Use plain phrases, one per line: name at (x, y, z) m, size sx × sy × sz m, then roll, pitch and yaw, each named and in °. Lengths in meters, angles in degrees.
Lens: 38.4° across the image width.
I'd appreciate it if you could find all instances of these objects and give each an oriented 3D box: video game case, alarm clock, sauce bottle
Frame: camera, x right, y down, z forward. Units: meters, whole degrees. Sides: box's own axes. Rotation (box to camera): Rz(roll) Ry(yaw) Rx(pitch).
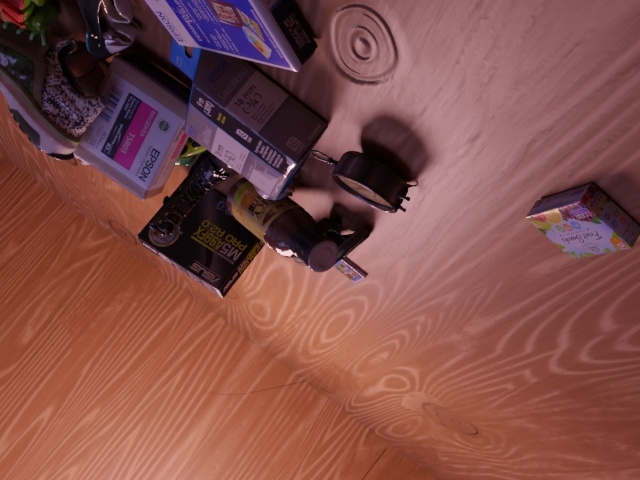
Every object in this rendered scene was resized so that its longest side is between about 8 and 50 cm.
video game case at (0.049, 0.055, 2.163) m, size 0.122 × 0.011 × 0.087 m, roll 39°, pitch 162°, yaw -5°
alarm clock at (0.069, -0.112, 1.572) m, size 0.192 × 0.064 × 0.129 m, roll 26°, pitch 173°, yaw 5°
sauce bottle at (-0.077, -0.034, 1.908) m, size 0.344 × 0.111 × 0.111 m, roll 35°, pitch 167°, yaw 50°

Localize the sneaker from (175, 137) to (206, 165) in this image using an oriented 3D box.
sneaker at (-0.316, -0.225, 2.039) m, size 0.123 × 0.110 × 0.295 m, roll -3°, pitch 179°, yaw -40°

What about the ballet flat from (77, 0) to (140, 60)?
ballet flat at (-0.394, -0.408, 1.708) m, size 0.096 × 0.095 × 0.280 m, roll 23°, pitch 161°, yaw 5°

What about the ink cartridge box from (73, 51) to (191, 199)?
ink cartridge box at (-0.371, -0.232, 1.869) m, size 0.193 × 0.235 × 0.088 m, roll 34°, pitch -158°, yaw 6°

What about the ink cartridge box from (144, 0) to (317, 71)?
ink cartridge box at (-0.185, -0.398, 1.364) m, size 0.307 × 0.072 × 0.304 m, roll 24°, pitch 160°, yaw 42°

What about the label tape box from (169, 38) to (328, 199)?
label tape box at (-0.167, -0.238, 1.671) m, size 0.333 × 0.106 × 0.240 m, roll 37°, pitch 162°, yaw -1°

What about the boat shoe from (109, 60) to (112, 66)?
boat shoe at (-0.405, -0.276, 1.948) m, size 0.081 × 0.068 × 0.228 m, roll 0°, pitch 110°, yaw 49°

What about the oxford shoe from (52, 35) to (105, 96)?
oxford shoe at (-0.590, -0.360, 2.043) m, size 0.397 × 0.140 × 0.147 m, roll 27°, pitch 143°, yaw 52°

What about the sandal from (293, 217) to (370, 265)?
sandal at (-0.002, 0.001, 1.962) m, size 0.086 × 0.120 × 0.302 m, roll 57°, pitch 158°, yaw -15°

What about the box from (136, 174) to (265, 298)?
box at (-0.287, -0.014, 2.297) m, size 0.270 × 0.216 × 0.060 m, roll 32°, pitch 162°, yaw 20°

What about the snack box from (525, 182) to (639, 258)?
snack box at (0.367, -0.024, 1.289) m, size 0.100 × 0.037 × 0.141 m, roll 39°, pitch 163°, yaw -10°

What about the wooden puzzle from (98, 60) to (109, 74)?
wooden puzzle at (-0.460, -0.318, 2.158) m, size 0.221 × 0.044 × 0.239 m, roll 37°, pitch 158°, yaw 0°

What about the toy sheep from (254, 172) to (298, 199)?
toy sheep at (-0.094, -0.121, 1.869) m, size 0.091 × 0.091 × 0.132 m, roll 37°, pitch 168°, yaw 0°

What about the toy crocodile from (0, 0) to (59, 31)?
toy crocodile at (-0.606, -0.495, 1.865) m, size 0.115 × 0.105 × 0.340 m, roll 38°, pitch 162°, yaw -5°

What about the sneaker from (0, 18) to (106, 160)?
sneaker at (-0.566, -0.366, 1.819) m, size 0.410 × 0.182 × 0.158 m, roll 53°, pitch -172°, yaw -1°

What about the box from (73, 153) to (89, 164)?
box at (-0.608, -0.294, 2.366) m, size 0.182 × 0.119 × 0.181 m, roll 45°, pitch 161°, yaw -26°

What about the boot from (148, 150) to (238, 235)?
boot at (-0.278, -0.100, 2.034) m, size 0.091 × 0.229 × 0.263 m, roll 42°, pitch 162°, yaw -15°
